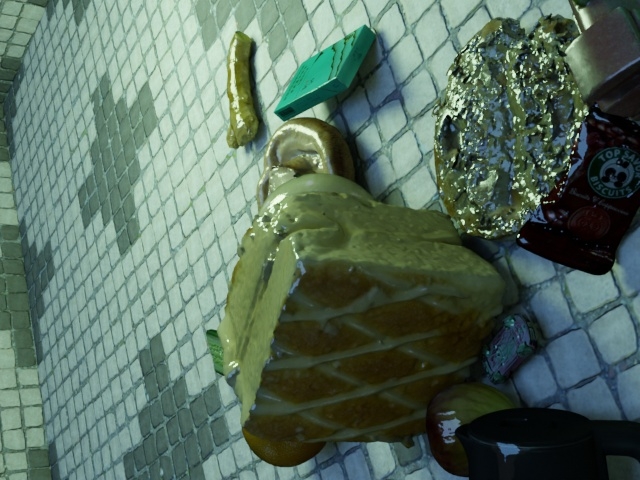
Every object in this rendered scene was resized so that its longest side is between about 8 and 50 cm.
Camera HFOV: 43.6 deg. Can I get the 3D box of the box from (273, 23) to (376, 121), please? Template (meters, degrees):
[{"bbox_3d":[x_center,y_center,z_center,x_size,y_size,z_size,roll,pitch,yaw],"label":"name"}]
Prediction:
[{"bbox_3d":[0.007,-0.349,1.683,0.226,0.042,0.161,-16,42,52],"label":"box"}]

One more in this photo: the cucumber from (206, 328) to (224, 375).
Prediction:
[{"bbox_3d":[-0.230,0.278,1.997,0.115,0.062,0.116,3,108,52],"label":"cucumber"}]

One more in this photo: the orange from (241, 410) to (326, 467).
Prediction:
[{"bbox_3d":[-0.067,0.372,1.678,0.206,0.206,0.206,-5,84,53],"label":"orange"}]

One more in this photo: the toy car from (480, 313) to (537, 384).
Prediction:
[{"bbox_3d":[0.309,0.177,1.301,0.142,0.055,0.069,117,148,-43],"label":"toy car"}]

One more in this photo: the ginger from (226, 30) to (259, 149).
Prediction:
[{"bbox_3d":[-0.197,-0.379,2.001,0.118,0.065,0.298,-12,76,48],"label":"ginger"}]

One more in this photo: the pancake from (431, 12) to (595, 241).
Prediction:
[{"bbox_3d":[0.319,-0.188,1.297,0.382,0.071,0.382,-5,84,53],"label":"pancake"}]

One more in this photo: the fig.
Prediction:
[{"bbox_3d":[0.279,0.285,1.281,0.231,0.160,0.143,-32,43,19],"label":"fig"}]

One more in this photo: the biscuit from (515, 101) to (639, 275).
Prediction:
[{"bbox_3d":[0.399,-0.065,1.140,0.063,0.151,0.235,-70,4,-61],"label":"biscuit"}]

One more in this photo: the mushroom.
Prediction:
[{"bbox_3d":[-0.036,-0.124,1.694,0.278,0.146,0.278,-7,80,44],"label":"mushroom"}]

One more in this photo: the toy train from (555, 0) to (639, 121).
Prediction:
[{"bbox_3d":[0.408,-0.301,1.062,0.150,0.222,0.304,-39,57,47],"label":"toy train"}]

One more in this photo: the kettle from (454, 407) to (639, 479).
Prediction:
[{"bbox_3d":[0.329,0.405,1.106,0.262,0.203,0.307,-1,95,47],"label":"kettle"}]

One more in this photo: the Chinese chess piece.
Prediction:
[{"bbox_3d":[0.000,0.000,1.560,0.273,0.273,0.102,-63,2,29],"label":"Chinese chess piece"}]

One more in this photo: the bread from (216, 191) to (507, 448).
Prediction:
[{"bbox_3d":[0.053,0.135,1.361,0.279,0.390,0.371,-111,34,-53],"label":"bread"}]
